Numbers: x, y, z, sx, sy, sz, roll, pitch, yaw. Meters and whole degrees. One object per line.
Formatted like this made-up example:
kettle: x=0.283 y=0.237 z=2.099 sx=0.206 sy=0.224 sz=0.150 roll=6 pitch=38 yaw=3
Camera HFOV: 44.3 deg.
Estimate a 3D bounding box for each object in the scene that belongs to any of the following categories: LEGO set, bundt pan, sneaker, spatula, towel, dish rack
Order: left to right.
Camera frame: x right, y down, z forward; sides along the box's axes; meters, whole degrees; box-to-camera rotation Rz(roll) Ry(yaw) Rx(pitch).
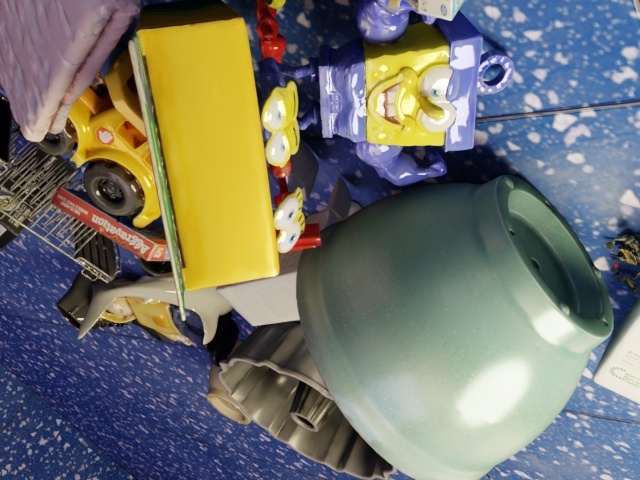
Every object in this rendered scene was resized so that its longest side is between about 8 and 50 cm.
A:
towel: x=-0.272 y=-0.287 z=0.700 sx=0.317 sy=0.053 sz=0.332 roll=-25 pitch=87 yaw=58
dish rack: x=-0.367 y=-0.065 z=1.070 sx=0.271 sy=0.074 sz=0.208 roll=43 pitch=-169 yaw=-34
sneaker: x=-0.406 y=0.155 z=1.551 sx=0.222 sy=0.118 sz=0.083 roll=39 pitch=150 yaw=-9
spatula: x=0.000 y=0.000 z=0.827 sx=0.019 sy=0.242 sz=0.168 roll=-30 pitch=113 yaw=32
bundt pan: x=0.001 y=0.247 z=1.287 sx=0.330 sy=0.124 sz=0.331 roll=24 pitch=149 yaw=15
LEGO set: x=0.302 y=0.017 z=0.762 sx=0.054 sy=0.023 sz=0.083 roll=52 pitch=173 yaw=18

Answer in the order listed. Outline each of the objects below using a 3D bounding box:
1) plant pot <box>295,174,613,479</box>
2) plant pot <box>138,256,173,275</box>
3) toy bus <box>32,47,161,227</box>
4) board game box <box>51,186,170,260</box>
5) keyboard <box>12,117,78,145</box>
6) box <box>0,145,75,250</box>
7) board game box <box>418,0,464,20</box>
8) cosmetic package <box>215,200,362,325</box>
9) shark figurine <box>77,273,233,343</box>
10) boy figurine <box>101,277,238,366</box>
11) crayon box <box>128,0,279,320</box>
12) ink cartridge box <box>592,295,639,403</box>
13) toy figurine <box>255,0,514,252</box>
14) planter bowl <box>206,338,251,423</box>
plant pot: x=0.148 y=0.060 z=0.754 sx=0.293 sy=0.293 sz=0.196 roll=43 pitch=123 yaw=-16
plant pot: x=-0.244 y=0.030 z=1.262 sx=0.083 sy=0.083 sz=0.079 roll=27 pitch=161 yaw=11
toy bus: x=-0.207 y=-0.154 z=0.902 sx=0.220 sy=0.149 sz=0.211 roll=46 pitch=135 yaw=-16
board game box: x=-0.232 y=-0.017 z=1.072 sx=0.145 sy=0.027 sz=0.281 roll=28 pitch=-176 yaw=11
keyboard: x=-0.382 y=-0.173 z=1.150 sx=0.192 sy=0.038 sz=0.100 roll=-1 pitch=159 yaw=43
box: x=-0.498 y=-0.066 z=1.290 sx=0.077 sy=0.147 sz=0.180 roll=44 pitch=150 yaw=-17
board game box: x=0.096 y=-0.237 z=0.507 sx=0.026 sy=0.103 sz=0.154 roll=21 pitch=148 yaw=21
cosmetic package: x=-0.027 y=0.035 z=1.013 sx=0.085 sy=0.117 sz=0.231 roll=47 pitch=146 yaw=-21
shark figurine: x=-0.210 y=0.103 z=1.194 sx=0.278 sy=0.116 sz=0.166 roll=5 pitch=160 yaw=-43
boy figurine: x=-0.293 y=0.131 z=1.439 sx=0.285 sy=0.092 sz=0.177 roll=17 pitch=149 yaw=21
crayon box: x=-0.100 y=-0.093 z=0.677 sx=0.323 sy=0.083 sz=0.203 roll=-116 pitch=18 yaw=-68
ink cartridge box: x=0.454 y=0.105 z=0.697 sx=0.324 sy=0.071 sz=0.330 roll=26 pitch=146 yaw=15
toy figurine: x=0.054 y=-0.169 z=0.662 sx=0.217 sy=0.191 sz=0.363 roll=-5 pitch=128 yaw=-2
planter bowl: x=-0.147 y=0.278 z=1.490 sx=0.162 sy=0.109 sz=0.162 roll=24 pitch=149 yaw=15
